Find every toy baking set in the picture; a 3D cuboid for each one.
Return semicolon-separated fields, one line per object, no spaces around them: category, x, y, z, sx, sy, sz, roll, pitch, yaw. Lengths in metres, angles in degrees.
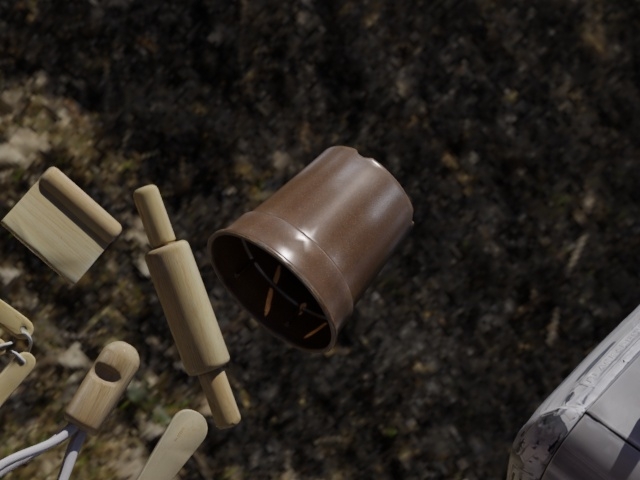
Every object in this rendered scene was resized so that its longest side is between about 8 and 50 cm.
toy baking set;-0.147;0.087;0.817;0.197;0.030;0.256;-25;95;-22

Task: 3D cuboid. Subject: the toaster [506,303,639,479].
toaster;0.162;0.120;0.540;0.129;0.227;0.146;-41;62;-17

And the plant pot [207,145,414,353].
plant pot;0.000;0.000;1.365;0.167;0.167;0.165;45;66;-4
